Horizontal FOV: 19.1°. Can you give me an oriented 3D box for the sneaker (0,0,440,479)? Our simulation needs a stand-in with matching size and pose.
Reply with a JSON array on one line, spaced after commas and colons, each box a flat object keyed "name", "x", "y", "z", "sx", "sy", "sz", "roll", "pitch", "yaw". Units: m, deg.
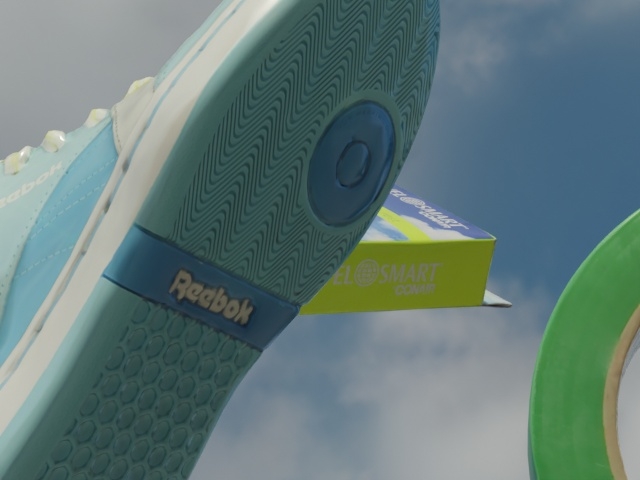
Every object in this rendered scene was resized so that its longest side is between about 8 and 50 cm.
[{"name": "sneaker", "x": -0.106, "y": -0.018, "z": 0.768, "sx": 0.319, "sy": 0.208, "sz": 0.127, "roll": -55, "pitch": -39, "yaw": -6}]

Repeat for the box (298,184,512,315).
[{"name": "box", "x": 0.000, "y": 0.000, "z": 0.940, "sx": 0.178, "sy": 0.109, "sz": 0.042, "roll": -1, "pitch": -70, "yaw": -36}]

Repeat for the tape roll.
[{"name": "tape roll", "x": 0.281, "y": 0.113, "z": 1.098, "sx": 0.321, "sy": 0.321, "sz": 0.077, "roll": -25, "pitch": -19, "yaw": -5}]
